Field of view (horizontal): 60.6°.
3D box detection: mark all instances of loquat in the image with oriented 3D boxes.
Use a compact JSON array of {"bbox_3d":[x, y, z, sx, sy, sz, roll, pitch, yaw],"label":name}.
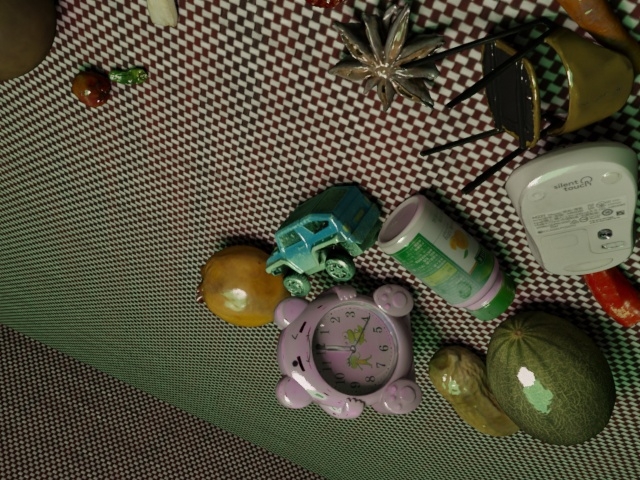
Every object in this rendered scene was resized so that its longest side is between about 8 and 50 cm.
[{"bbox_3d":[-0.186,0.114,1.375,0.238,0.193,0.238,4,158,2],"label":"loquat"}]

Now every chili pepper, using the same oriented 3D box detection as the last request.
[{"bbox_3d":[-0.380,-0.328,1.095,0.091,0.034,0.030,7,106,26],"label":"chili pepper"},{"bbox_3d":[0.539,0.088,1.011,0.071,0.063,0.272,-37,106,19],"label":"chili pepper"}]

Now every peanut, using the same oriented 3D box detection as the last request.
[{"bbox_3d":[0.386,0.387,1.397,0.291,0.143,0.159,41,131,-15],"label":"peanut"}]

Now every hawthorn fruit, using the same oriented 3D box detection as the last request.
[{"bbox_3d":[-0.474,-0.314,1.132,0.077,0.077,0.077,16,142,13],"label":"hawthorn fruit"}]

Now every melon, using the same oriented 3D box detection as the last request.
[{"bbox_3d":[0.473,0.286,1.143,0.237,0.238,0.302,-17,122,43],"label":"melon"}]

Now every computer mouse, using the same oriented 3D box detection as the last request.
[{"bbox_3d":[0.399,-0.060,0.855,0.184,0.121,0.297,-14,138,28],"label":"computer mouse"}]

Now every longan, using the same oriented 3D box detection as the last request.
[{"bbox_3d":[-0.596,-0.409,0.958,0.257,0.258,0.258,16,142,13],"label":"longan"}]

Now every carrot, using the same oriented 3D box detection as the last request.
[{"bbox_3d":[0.368,-0.272,0.701,0.216,0.048,0.048,36,143,-20],"label":"carrot"}]

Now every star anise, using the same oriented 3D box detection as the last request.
[{"bbox_3d":[0.101,-0.273,0.841,0.195,0.065,0.182,1,141,25],"label":"star anise"}]

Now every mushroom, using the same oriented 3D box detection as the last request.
[{"bbox_3d":[-0.258,-0.423,0.888,0.059,0.054,0.202,32,149,0],"label":"mushroom"}]

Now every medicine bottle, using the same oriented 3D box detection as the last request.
[{"bbox_3d":[0.252,0.041,1.069,0.274,0.134,0.133,38,142,-15],"label":"medicine bottle"}]

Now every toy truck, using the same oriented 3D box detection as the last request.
[{"bbox_3d":[0.000,0.000,1.161,0.156,0.155,0.278,50,139,-14],"label":"toy truck"}]

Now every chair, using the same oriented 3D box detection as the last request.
[{"bbox_3d":[0.267,-0.197,0.762,0.246,0.172,0.159,-27,131,-4],"label":"chair"}]

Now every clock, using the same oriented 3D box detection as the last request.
[{"bbox_3d":[0.058,0.247,1.233,0.321,0.296,0.113,2,163,-14],"label":"clock"}]

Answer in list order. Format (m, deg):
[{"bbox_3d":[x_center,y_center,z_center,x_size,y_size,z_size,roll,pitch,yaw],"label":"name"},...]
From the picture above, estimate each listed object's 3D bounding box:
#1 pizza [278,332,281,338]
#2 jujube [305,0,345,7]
[{"bbox_3d":[-0.042,0.375,1.714,0.200,0.053,0.193,17,142,12],"label":"pizza"},{"bbox_3d":[0.029,-0.373,0.737,0.104,0.104,0.166,39,146,-16],"label":"jujube"}]
